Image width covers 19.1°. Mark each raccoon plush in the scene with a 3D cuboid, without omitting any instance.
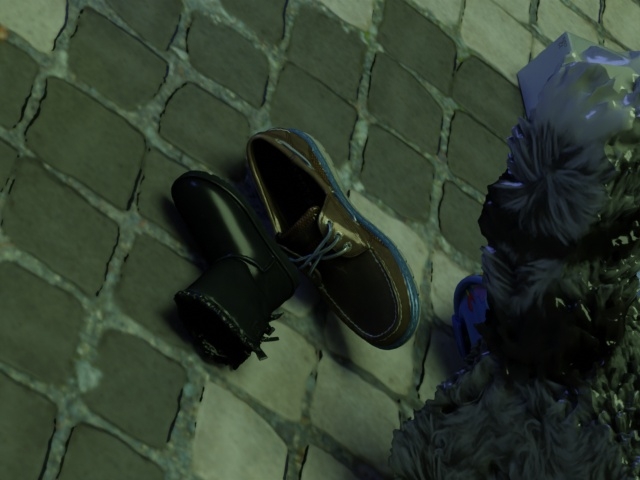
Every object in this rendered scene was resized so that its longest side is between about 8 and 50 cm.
[{"bbox_3d":[0.234,0.103,1.238,0.216,0.446,0.299,34,26,33],"label":"raccoon plush"}]

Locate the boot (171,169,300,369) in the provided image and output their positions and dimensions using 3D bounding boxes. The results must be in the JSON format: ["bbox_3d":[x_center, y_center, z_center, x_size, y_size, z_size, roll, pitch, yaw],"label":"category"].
[{"bbox_3d":[-0.069,0.020,1.261,0.121,0.045,0.099,49,37,-10],"label":"boot"}]

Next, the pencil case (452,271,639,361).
[{"bbox_3d":[0.234,0.030,1.440,0.306,0.133,0.119,-25,111,-33],"label":"pencil case"}]

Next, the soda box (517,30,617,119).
[{"bbox_3d":[0.234,-0.069,1.623,0.074,0.069,0.216,18,48,-34],"label":"soda box"}]

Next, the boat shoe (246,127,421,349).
[{"bbox_3d":[0.000,0.000,1.325,0.183,0.066,0.066,55,22,22],"label":"boat shoe"}]
